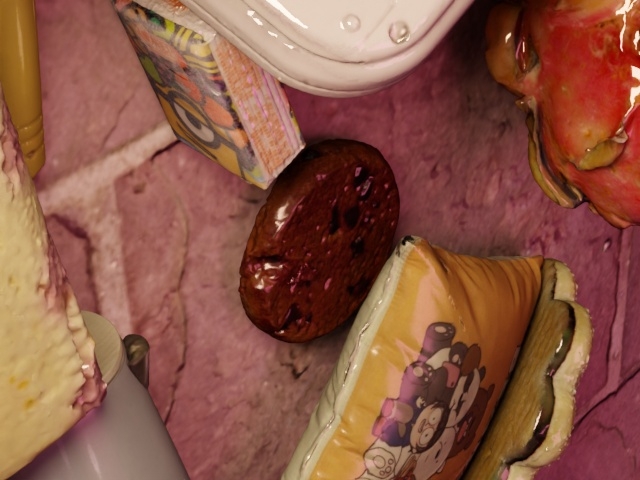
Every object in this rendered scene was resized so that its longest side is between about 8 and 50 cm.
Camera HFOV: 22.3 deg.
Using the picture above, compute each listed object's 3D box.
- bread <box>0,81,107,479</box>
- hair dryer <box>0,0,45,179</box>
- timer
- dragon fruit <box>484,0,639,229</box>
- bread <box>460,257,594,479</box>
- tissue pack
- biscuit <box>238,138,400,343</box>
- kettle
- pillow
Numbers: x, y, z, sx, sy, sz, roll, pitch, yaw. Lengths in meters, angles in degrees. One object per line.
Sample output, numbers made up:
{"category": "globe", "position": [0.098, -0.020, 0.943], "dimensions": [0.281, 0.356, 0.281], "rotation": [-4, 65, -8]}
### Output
{"category": "bread", "position": [-0.256, 0.003, 0.970], "dimensions": [0.187, 0.155, 0.338], "rotation": [-32, 138, -21]}
{"category": "hair dryer", "position": [-0.186, -0.142, 0.994], "dimensions": [0.090, 0.135, 0.278], "rotation": [-35, 147, -34]}
{"category": "timer", "position": [-0.003, -0.236, 1.048], "dimensions": [0.237, 0.262, 0.087], "rotation": [-51, 180, -14]}
{"category": "dragon fruit", "position": [0.262, -0.185, 1.416], "dimensions": [0.263, 0.314, 0.296], "rotation": [47, 52, -18]}
{"category": "bread", "position": [0.196, 0.164, 1.606], "dimensions": [0.056, 0.207, 0.286], "rotation": [22, 101, -18]}
{"category": "tissue pack", "position": [-0.077, -0.120, 1.147], "dimensions": [0.060, 0.109, 0.148], "rotation": [-44, 140, -20]}
{"category": "biscuit", "position": [0.000, 0.000, 1.375], "dimensions": [0.192, 0.049, 0.192], "rotation": [-39, 145, -35]}
{"category": "kettle", "position": [-0.200, 0.184, 1.195], "dimensions": [0.211, 0.160, 0.243], "rotation": [-19, 125, -7]}
{"category": "pillow", "position": [0.087, 0.141, 1.503], "dimensions": [0.312, 0.119, 0.310], "rotation": [11, 103, -63]}
